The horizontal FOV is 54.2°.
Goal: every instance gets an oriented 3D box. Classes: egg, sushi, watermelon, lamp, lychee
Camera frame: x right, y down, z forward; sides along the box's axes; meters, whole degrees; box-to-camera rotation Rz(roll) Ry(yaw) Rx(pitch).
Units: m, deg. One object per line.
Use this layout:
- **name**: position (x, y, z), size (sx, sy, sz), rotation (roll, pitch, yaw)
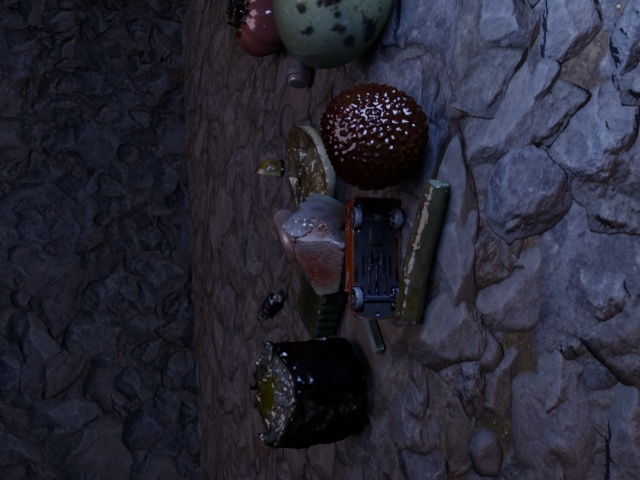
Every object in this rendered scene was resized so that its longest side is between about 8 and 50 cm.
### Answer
- **egg**: position (0.032, -0.686, 1.770), size (0.428, 0.345, 0.345), rotation (104, 156, -55)
- **sushi**: position (-0.032, 0.440, 1.841), size (0.281, 0.294, 0.299), rotation (31, 114, 61)
- **watermelon**: position (0.000, 0.000, 1.890), size (0.232, 0.193, 0.310), rotation (62, -137, -74)
- **lamp**: position (-0.250, -0.885, 2.475), size (0.305, 0.240, 0.305), rotation (-13, 76, 62)
- **lychee**: position (0.136, -0.269, 1.614), size (0.304, 0.276, 0.275), rotation (4, 91, 39)

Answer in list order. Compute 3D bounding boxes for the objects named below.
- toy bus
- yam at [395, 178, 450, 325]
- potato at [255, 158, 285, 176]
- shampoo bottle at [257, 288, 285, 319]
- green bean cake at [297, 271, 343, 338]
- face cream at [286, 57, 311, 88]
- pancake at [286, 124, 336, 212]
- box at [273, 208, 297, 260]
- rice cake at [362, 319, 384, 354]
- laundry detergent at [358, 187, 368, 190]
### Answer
- **toy bus**: position (0.138, 0.051, 1.716), size (0.153, 0.143, 0.329), rotation (160, 110, -73)
- **yam**: position (0.250, 0.033, 1.556), size (0.083, 0.083, 0.371), rotation (33, 117, 61)
- **potato**: position (-0.205, -0.292, 2.486), size (0.096, 0.103, 0.066), rotation (25, 113, 61)
- **shampoo bottle**: position (-0.189, 0.252, 2.451), size (0.207, 0.057, 0.063), rotation (129, 137, -52)
- **green bean cake**: position (-0.005, 0.204, 2.037), size (0.183, 0.094, 0.185), rotation (50, 132, 54)
- **face cream**: position (-0.077, -0.608, 2.268), size (0.091, 0.091, 0.095), rotation (-21, 61, 62)
- **pancake**: position (-0.036, -0.205, 2.129), size (0.387, 0.082, 0.386), rotation (172, 90, -72)
- **box**: position (-0.109, -0.021, 2.244), size (0.146, 0.088, 0.200), rotation (74, 173, -48)
- **rice cake**: position (0.143, 0.245, 1.801), size (0.042, 0.030, 0.180), rotation (116, 147, -45)
- **laundry detergent**: position (0.140, -0.257, 1.814), size (0.099, 0.070, 0.225), rotation (18, 105, 55)
